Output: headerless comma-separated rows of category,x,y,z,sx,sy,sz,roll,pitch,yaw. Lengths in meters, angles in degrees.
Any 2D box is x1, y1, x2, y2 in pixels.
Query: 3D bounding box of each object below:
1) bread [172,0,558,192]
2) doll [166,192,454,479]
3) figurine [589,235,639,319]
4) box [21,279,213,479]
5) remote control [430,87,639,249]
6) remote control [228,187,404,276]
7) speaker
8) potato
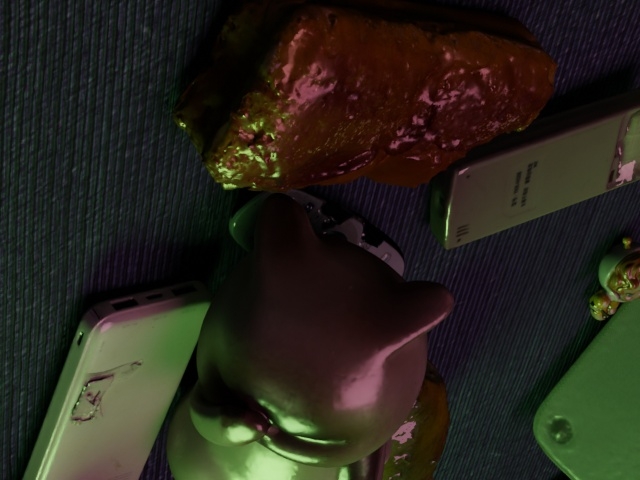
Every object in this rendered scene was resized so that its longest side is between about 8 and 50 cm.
bread,0.053,-0.117,1.341,0.380,0.109,0.185,-1,130,-48
doll,-0.021,0.145,1.454,0.226,0.215,0.370,-50,165,-26
figurine,0.375,0.049,1.930,0.101,0.068,0.143,-37,160,-1
box,-0.197,0.158,1.464,0.142,0.044,0.285,-11,137,-43
remote control,0.244,-0.082,1.617,0.285,0.038,0.123,-21,139,-20
remote control,0.001,0.001,1.484,0.097,0.045,0.256,-38,147,12
speaker,0.474,0.150,2.041,0.406,0.183,0.184,-54,157,19
potato,0.077,0.221,1.765,0.149,0.113,0.251,-19,143,-26
